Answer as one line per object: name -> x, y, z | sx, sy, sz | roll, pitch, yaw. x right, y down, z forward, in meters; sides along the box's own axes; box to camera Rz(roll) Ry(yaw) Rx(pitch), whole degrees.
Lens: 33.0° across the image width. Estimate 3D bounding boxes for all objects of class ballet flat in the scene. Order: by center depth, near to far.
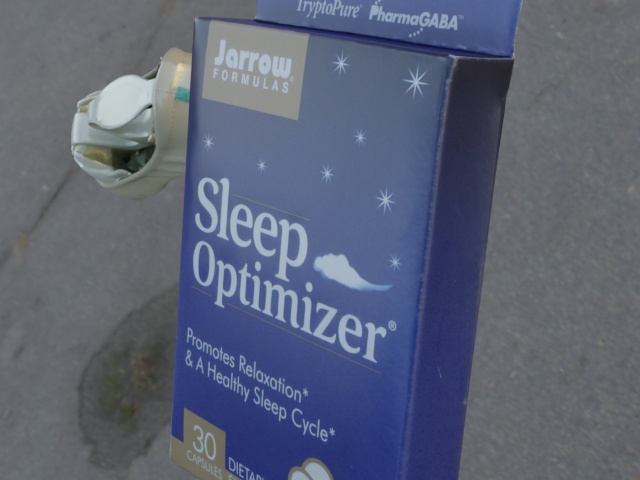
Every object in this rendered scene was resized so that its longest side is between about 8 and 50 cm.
ballet flat -> -0.116, -0.074, 0.691 | 0.248, 0.086, 0.086 | -10, 53, 61

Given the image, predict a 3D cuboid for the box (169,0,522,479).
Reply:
box -> 0.000, 0.000, 0.394 | 0.136, 0.036, 0.225 | 19, 108, 46
